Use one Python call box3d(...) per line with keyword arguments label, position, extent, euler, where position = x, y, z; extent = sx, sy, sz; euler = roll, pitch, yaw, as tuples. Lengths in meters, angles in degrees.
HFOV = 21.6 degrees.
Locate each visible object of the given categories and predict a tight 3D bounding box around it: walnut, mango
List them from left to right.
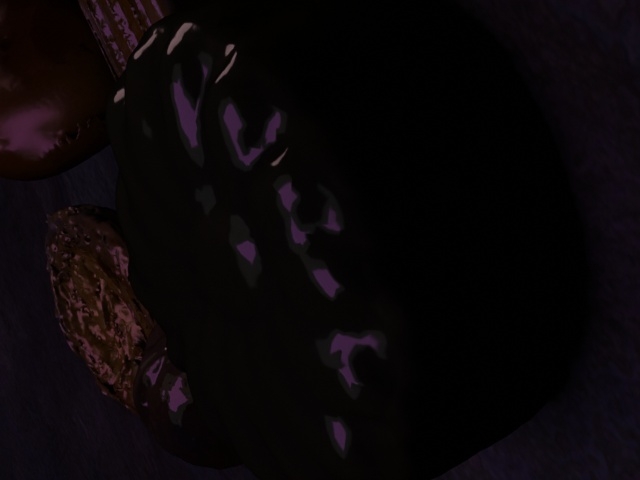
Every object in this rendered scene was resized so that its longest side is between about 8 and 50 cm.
box3d(label="mango", position=(-0.258, -0.134, 1.606), extent=(0.236, 0.166, 0.136), euler=(-9, 148, 46))
box3d(label="walnut", position=(-0.101, 0.132, 1.529), extent=(0.140, 0.140, 0.162), euler=(49, 142, 35))

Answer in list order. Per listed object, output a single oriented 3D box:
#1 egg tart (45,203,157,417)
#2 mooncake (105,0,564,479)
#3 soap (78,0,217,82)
box3d(label="egg tart", position=(-0.188, 0.067, 1.707), extent=(0.252, 0.098, 0.232), euler=(63, 150, 0))
box3d(label="mooncake", position=(0.000, 0.000, 1.123), extent=(0.356, 0.194, 0.356), euler=(48, 151, 37))
box3d(label="soap", position=(-0.136, -0.210, 1.345), extent=(0.274, 0.089, 0.173), euler=(65, 156, 4))
